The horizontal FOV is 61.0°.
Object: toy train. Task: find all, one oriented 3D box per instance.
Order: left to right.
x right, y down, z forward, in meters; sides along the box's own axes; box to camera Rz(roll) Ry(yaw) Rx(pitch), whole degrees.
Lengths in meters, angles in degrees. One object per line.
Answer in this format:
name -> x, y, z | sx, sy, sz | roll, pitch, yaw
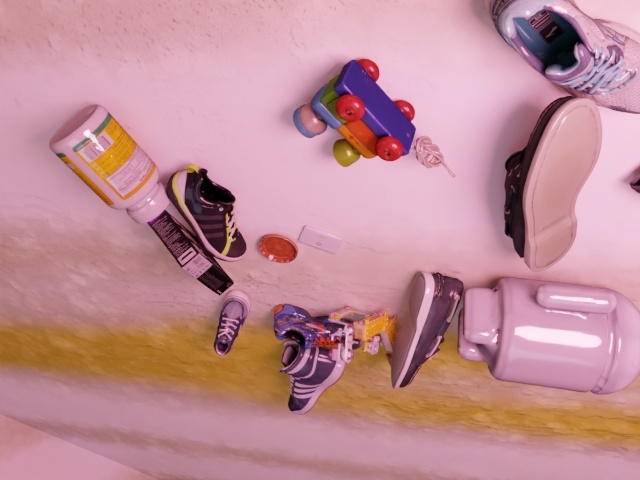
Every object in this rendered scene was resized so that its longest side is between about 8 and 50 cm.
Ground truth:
toy train -> 0.082, -0.152, 0.857 | 0.248, 0.105, 0.143 | 41, 142, -26

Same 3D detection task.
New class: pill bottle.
pill bottle -> -0.370, -0.131, 0.985 | 0.118, 0.117, 0.208 | -15, 131, 29

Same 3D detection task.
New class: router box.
router box -> -0.253, 0.027, 1.078 | 0.133, 0.046, 0.179 | 47, 174, 26

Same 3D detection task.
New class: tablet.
tablet -> 0.000, 0.000, 1.106 | 0.083, 0.006, 0.054 | 20, 138, -6

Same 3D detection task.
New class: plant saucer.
plant saucer -> -0.088, 0.016, 1.142 | 0.084, 0.013, 0.083 | 8, 137, 8

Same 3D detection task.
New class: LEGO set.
LEGO set -> 0.104, 0.216, 1.244 | 0.107, 0.132, 0.287 | 10, 171, 36

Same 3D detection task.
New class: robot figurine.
robot figurine -> 0.446, 0.178, 1.028 | 0.354, 0.199, 0.299 | 7, 146, 8

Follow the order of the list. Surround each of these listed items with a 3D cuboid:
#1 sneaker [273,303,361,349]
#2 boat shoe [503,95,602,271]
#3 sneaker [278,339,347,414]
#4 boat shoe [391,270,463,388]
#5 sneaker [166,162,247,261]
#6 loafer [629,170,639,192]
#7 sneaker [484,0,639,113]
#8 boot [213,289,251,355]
sneaker -> -0.011, 0.226, 1.292 | 0.222, 0.087, 0.083 | 14, 139, 1
boat shoe -> 0.337, -0.092, 0.839 | 0.127, 0.113, 0.340 | -30, 139, -4
sneaker -> -0.060, 0.359, 1.438 | 0.153, 0.099, 0.282 | 23, 131, -16
boat shoe -> 0.220, 0.203, 1.150 | 0.091, 0.114, 0.302 | 8, 125, -7
sneaker -> -0.199, -0.048, 1.052 | 0.097, 0.084, 0.234 | -16, 130, 26
loafer -> 0.538, -0.132, 0.762 | 0.078, 0.076, 0.223 | 14, 142, -11
sneaker -> 0.322, -0.227, 0.685 | 0.283, 0.122, 0.110 | 27, 136, -14
boot -> -0.218, 0.205, 1.327 | 0.069, 0.086, 0.190 | 16, 138, -2
